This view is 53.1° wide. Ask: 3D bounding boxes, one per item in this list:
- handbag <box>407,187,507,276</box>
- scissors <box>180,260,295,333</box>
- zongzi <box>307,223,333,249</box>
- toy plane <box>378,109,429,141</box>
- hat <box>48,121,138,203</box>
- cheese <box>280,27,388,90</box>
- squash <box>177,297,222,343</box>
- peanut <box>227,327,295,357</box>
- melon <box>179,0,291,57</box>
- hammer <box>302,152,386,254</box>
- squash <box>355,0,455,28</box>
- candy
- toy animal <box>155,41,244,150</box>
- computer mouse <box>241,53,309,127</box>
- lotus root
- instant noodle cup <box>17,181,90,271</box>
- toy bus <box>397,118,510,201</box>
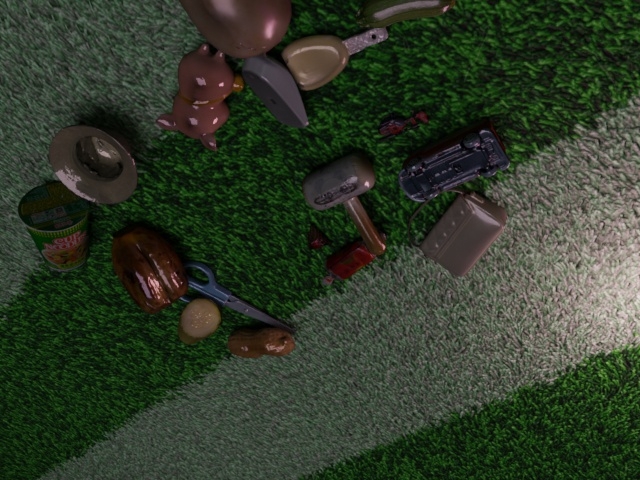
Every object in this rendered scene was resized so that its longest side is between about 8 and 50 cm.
[{"bbox_3d":[0.362,-0.036,1.750,0.219,0.079,0.256,32,130,1],"label":"handbag"},{"bbox_3d":[-0.283,0.212,2.141,0.447,0.029,0.192,27,131,-9],"label":"scissors"},{"bbox_3d":[0.000,0.000,1.890,0.074,0.067,0.083,-4,148,3],"label":"zongzi"},{"bbox_3d":[0.198,-0.290,1.598,0.145,0.037,0.060,-19,126,29],"label":"toy plane"},{"bbox_3d":[-0.606,-0.237,1.780,0.258,0.130,0.257,7,130,8],"label":"hat"},{"bbox_3d":[0.039,-0.444,1.499,0.252,0.054,0.127,-16,127,25],"label":"cheese"},{"bbox_3d":[-0.444,0.303,2.185,0.137,0.137,0.287,32,143,-13],"label":"squash"},{"bbox_3d":[-0.202,0.347,2.176,0.263,0.101,0.117,-11,160,32],"label":"peanut"},{"bbox_3d":[-0.190,-0.539,1.368,0.223,0.223,0.316,-18,124,26],"label":"melon"},{"bbox_3d":[0.098,-0.082,1.737,0.202,0.113,0.305,-20,117,31],"label":"hammer"},{"bbox_3d":[0.182,-0.512,1.393,0.219,0.068,0.077,-9,105,19],"label":"squash"},{"bbox_3d":[0.090,0.054,1.897,0.086,0.059,0.292,36,129,-20],"label":"candy"},{"bbox_3d":[-0.289,-0.368,1.592,0.165,0.149,0.247,27,120,11],"label":"toy animal"},{"bbox_3d":[-0.103,-0.370,1.565,0.128,0.079,0.231,26,162,45],"label":"computer mouse"},{"bbox_3d":[-0.532,0.081,1.996,0.193,0.193,0.290,-25,101,30],"label":"lotus root"},{"bbox_3d":[-0.802,-0.032,1.979,0.207,0.207,0.232,14,140,3],"label":"instant noodle cup"},{"bbox_3d":[0.323,-0.199,1.586,0.265,0.119,0.121,-24,120,29],"label":"toy bus"}]
